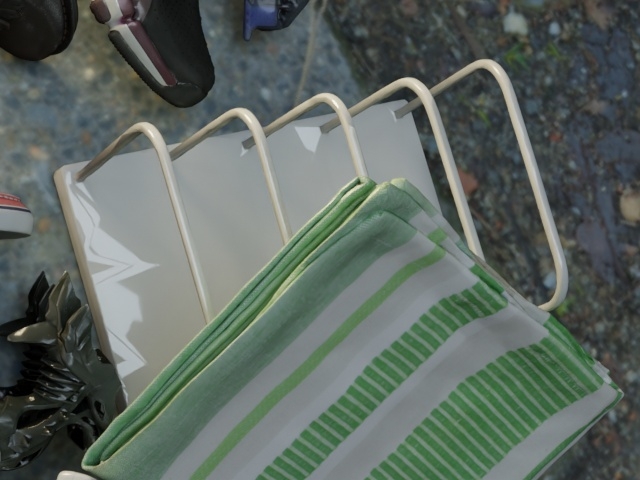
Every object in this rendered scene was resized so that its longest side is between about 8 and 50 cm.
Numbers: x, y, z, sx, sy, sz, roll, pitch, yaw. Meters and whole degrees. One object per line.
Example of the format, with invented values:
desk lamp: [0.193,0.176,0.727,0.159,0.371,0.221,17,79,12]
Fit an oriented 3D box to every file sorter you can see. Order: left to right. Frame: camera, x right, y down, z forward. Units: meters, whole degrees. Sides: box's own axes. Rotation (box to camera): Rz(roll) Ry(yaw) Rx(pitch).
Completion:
file sorter: [0.000,0.000,1.218,0.278,0.173,0.192,-13,84,-28]

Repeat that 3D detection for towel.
towel: [0.039,0.112,1.146,0.248,0.038,0.325,-46,138,6]

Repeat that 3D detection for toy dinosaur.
toy dinosaur: [-0.238,0.114,1.116,0.218,0.164,0.322,-27,118,-14]

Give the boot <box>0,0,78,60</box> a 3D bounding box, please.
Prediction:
boot: [-0.255,-0.116,1.104,0.263,0.091,0.229,47,44,-49]

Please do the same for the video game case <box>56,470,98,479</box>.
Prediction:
video game case: [-0.131,0.240,1.058,0.023,0.201,0.183,9,75,14]

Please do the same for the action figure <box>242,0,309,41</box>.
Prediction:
action figure: [0.001,-0.316,1.341,0.330,0.178,0.341,7,101,-17]

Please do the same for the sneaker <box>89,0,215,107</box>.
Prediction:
sneaker: [-0.098,-0.240,1.222,0.163,0.106,0.281,-25,98,10]

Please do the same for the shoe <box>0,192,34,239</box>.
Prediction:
shoe: [-0.268,-0.049,1.163,0.178,0.063,0.081,8,79,-19]
